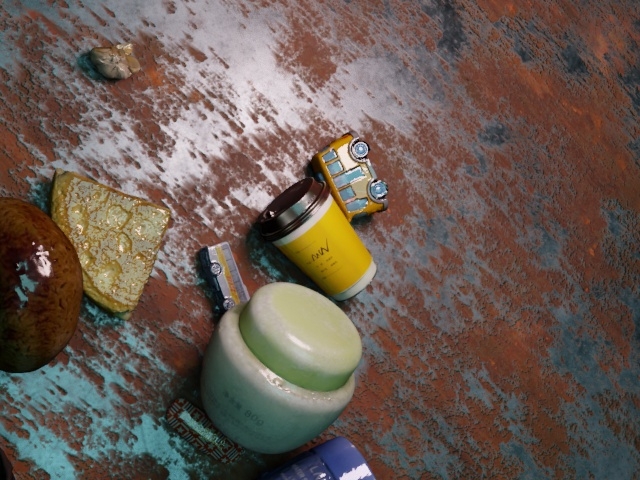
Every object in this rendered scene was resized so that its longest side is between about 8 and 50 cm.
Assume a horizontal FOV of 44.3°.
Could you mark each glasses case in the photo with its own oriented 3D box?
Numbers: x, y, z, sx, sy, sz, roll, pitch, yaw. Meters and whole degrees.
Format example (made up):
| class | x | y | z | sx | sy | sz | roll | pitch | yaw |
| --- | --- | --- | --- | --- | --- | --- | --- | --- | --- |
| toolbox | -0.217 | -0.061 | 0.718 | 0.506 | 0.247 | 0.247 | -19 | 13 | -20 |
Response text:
| class | x | y | z | sx | sy | sz | roll | pitch | yaw |
| --- | --- | --- | --- | --- | --- | --- | --- | --- | --- |
| glasses case | -0.256 | 0.427 | 1.742 | 0.194 | 0.049 | 0.073 | 39 | 73 | -13 |

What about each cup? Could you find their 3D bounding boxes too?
| class | x | y | z | sx | sy | sz | roll | pitch | yaw |
| --- | --- | --- | --- | --- | --- | --- | --- | --- | --- |
| cup | 0.000 | 0.000 | 1.820 | 0.196 | 0.196 | 0.279 | -47 | 109 | -19 |

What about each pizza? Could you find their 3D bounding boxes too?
| class | x | y | z | sx | sy | sz | roll | pitch | yaw |
| --- | --- | --- | --- | --- | --- | --- | --- | --- | --- |
| pizza | -0.482 | 0.008 | 1.679 | 0.268 | 0.087 | 0.257 | 24 | 81 | -17 |

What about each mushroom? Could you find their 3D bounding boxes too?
| class | x | y | z | sx | sy | sz | roll | pitch | yaw |
| --- | --- | --- | --- | --- | --- | --- | --- | --- | --- |
| mushroom | -0.641 | 0.077 | 1.499 | 0.356 | 0.334 | 0.330 | 13 | 79 | -29 |

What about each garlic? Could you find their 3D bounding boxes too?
| class | x | y | z | sx | sy | sz | roll | pitch | yaw |
| --- | --- | --- | --- | --- | --- | --- | --- | --- | --- |
| garlic | -0.452 | -0.393 | 1.735 | 0.113 | 0.094 | 0.074 | 7 | 123 | -26 |

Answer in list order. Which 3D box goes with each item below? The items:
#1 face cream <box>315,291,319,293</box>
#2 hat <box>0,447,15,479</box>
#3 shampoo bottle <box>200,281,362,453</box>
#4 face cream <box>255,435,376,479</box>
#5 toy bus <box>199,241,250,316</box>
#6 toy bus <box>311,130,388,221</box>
| class | x | y | z | sx | sy | sz | roll | pitch | yaw |
| --- | --- | --- | --- | --- | --- | --- | --- | --- | --- |
| face cream | -0.028 | 0.221 | 1.849 | 0.084 | 0.057 | 0.198 | -4 | 88 | -20 |
| hat | -0.730 | 0.492 | 1.513 | 0.336 | 0.209 | 0.238 | 36 | 51 | 4 |
| shampoo bottle | -0.089 | 0.274 | 1.663 | 0.323 | 0.322 | 0.317 | 26 | 111 | -17 |
| face cream | -0.001 | 0.586 | 1.718 | 0.225 | 0.249 | 0.249 | -23 | 93 | -20 |
| toy bus | -0.217 | 0.099 | 1.787 | 0.075 | 0.064 | 0.190 | -23 | 94 | -34 |
| toy bus | 0.065 | -0.144 | 1.887 | 0.136 | 0.126 | 0.209 | -27 | 95 | -13 |
